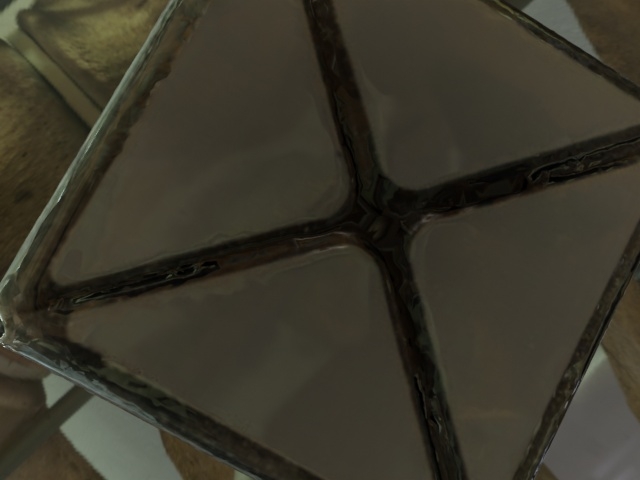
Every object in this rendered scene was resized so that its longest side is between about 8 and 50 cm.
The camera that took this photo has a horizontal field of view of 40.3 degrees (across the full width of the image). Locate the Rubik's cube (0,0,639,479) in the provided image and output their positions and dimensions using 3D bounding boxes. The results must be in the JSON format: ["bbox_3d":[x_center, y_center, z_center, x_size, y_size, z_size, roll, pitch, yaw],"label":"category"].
[{"bbox_3d":[0.000,0.000,0.493,0.260,0.259,0.255,29,-97,-6],"label":"Rubik's cube"}]
